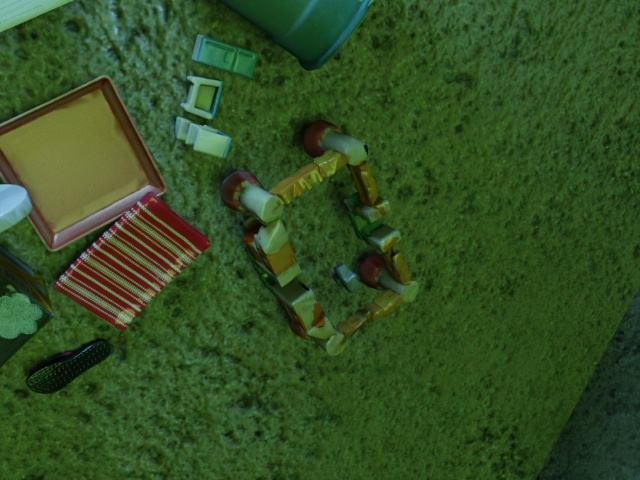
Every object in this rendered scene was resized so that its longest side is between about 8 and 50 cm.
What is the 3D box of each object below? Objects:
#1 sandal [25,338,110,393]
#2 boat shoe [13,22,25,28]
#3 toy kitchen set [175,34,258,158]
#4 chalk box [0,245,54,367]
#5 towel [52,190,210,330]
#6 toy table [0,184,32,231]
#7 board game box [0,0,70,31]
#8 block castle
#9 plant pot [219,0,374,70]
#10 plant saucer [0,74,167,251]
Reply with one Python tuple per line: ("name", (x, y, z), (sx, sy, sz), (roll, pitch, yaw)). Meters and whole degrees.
("sandal", (-0.527, 0.261, 1.484), (0.179, 0.040, 0.067), (-28, 125, -32))
("boat shoe", (-0.492, -0.448, 1.218), (0.060, 0.064, 0.178), (12, 100, -28))
("toy kitchen set", (-0.185, -0.275, 1.379), (0.122, 0.166, 0.207), (10, 104, -29))
("chalk box", (-0.662, 0.152, 1.289), (0.289, 0.179, 0.180), (-44, 123, -5))
("towel", (-0.377, 0.047, 1.452), (0.275, 0.031, 0.199), (-44, 132, -2))
("toy table", (-0.642, -0.090, 1.184), (0.274, 0.252, 0.161), (-16, 122, 3))
("board game box", (-0.565, -0.426, 1.137), (0.305, 0.053, 0.193), (-21, 119, 4))
("block castle", (0.000, 0.000, 1.556), (0.303, 0.213, 0.453), (-35, 122, -16))
("plant pot", (-0.086, -0.530, 1.259), (0.334, 0.341, 0.341), (23, 97, -24))
("plant saucer", (-0.464, -0.147, 1.355), (0.259, 0.048, 0.258), (-31, 119, -15))
